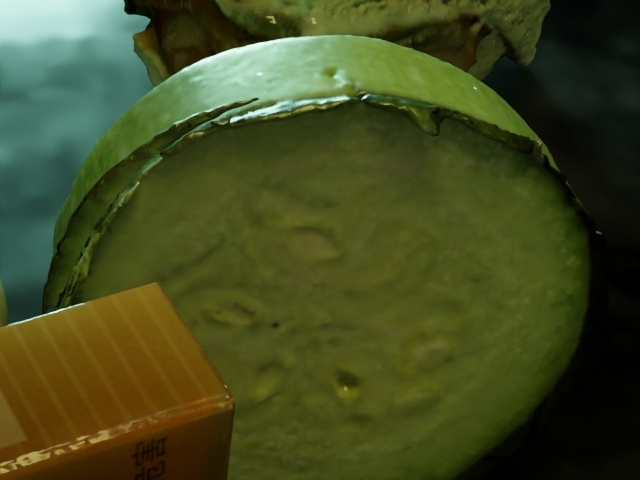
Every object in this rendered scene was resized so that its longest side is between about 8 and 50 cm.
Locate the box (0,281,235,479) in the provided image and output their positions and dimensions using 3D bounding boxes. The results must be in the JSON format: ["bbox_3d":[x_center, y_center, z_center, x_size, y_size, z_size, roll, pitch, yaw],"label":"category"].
[{"bbox_3d":[-0.151,0.117,0.638,0.237,0.152,0.070,-15,48,-23],"label":"box"}]

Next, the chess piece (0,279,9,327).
[{"bbox_3d":[-0.178,-0.022,0.709,0.142,0.261,0.143,6,41,-5],"label":"chess piece"}]

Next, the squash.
[{"bbox_3d":[-0.001,-0.001,0.743,0.220,0.220,0.133,0,45,-9],"label":"squash"}]

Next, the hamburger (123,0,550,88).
[{"bbox_3d":[0.016,-0.135,0.955,0.207,0.135,0.155,-21,51,-31],"label":"hamburger"}]
